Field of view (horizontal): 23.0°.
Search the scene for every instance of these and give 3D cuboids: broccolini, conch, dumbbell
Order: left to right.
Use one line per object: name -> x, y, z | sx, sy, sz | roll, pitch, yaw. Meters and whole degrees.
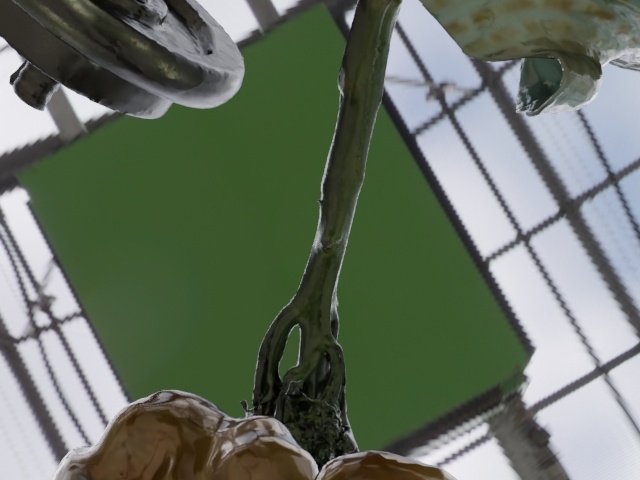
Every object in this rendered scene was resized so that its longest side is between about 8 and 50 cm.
dumbbell -> -0.078, -0.191, 0.856 | 0.192, 0.192, 0.290 | 41, -76, 10
broccolini -> -0.002, 0.001, 0.698 | 0.071, 0.057, 0.254 | 10, -82, 12
conch -> 0.108, -0.131, 0.564 | 0.172, 0.200, 0.131 | 42, -63, -11

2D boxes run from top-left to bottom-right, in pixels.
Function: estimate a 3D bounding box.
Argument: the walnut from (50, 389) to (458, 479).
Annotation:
walnut -> -0.043, 0.160, 0.416 | 0.269, 0.221, 0.244 | 34, -79, 35
